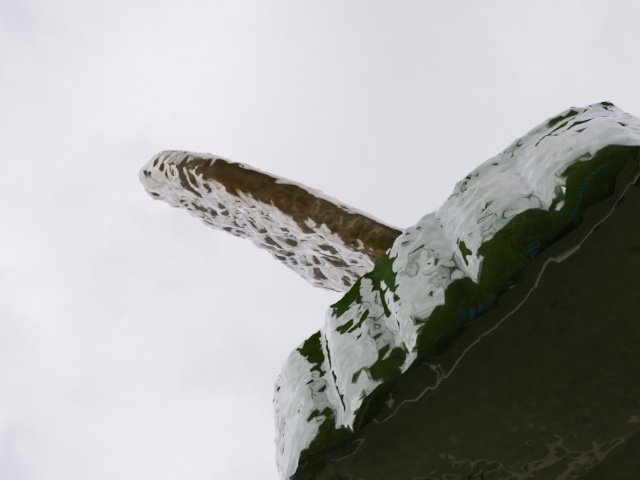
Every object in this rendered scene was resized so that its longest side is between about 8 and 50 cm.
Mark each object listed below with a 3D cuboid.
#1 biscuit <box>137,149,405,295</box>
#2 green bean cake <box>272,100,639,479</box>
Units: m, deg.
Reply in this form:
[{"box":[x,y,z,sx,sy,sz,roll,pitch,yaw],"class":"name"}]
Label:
[{"box":[0.000,0.000,0.566,0.265,0.188,0.040,23,-101,10],"class":"biscuit"},{"box":[0.122,0.074,0.409,0.222,0.125,0.248,38,-74,-16],"class":"green bean cake"}]
